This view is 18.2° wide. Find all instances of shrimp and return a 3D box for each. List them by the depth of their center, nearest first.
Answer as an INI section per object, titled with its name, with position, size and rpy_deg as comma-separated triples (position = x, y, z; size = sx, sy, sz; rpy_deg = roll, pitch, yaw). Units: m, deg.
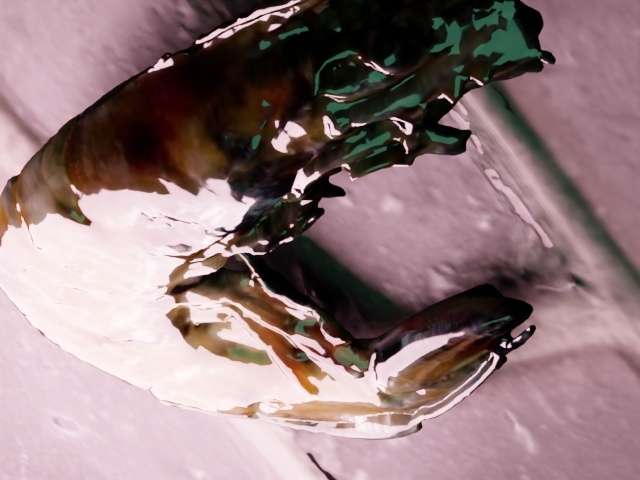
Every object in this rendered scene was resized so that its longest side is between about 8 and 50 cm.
[shrimp]
position = 0.000, 0.000, 0.864
size = 0.233, 0.071, 0.365
rpy_deg = 36, 141, -22
